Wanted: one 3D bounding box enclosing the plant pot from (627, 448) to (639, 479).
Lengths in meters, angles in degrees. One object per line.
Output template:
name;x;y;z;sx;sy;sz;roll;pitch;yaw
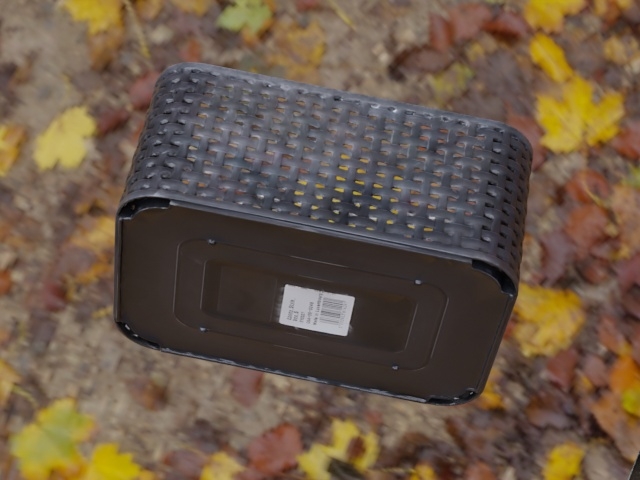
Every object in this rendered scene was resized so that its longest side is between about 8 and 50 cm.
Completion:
plant pot;0.211;0.119;0.519;0.167;0.187;0.188;-19;110;33

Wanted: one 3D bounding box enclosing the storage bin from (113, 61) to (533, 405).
storage bin;0.000;0.000;0.786;0.180;0.122;0.084;12;53;1
